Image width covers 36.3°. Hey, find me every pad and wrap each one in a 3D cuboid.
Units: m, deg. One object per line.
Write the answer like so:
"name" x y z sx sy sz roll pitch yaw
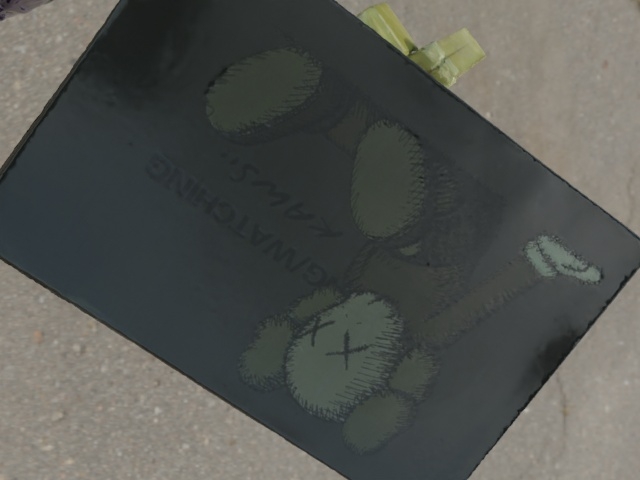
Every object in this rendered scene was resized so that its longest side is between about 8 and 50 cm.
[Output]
"pad" 0.000 0.000 0.315 0.190 0.004 0.127 35 98 -13

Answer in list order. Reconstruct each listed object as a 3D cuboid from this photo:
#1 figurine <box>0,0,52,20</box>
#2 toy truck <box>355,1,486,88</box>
"figurine" -0.186 -0.102 0.435 0.274 0.133 0.194 -67 163 -3
"toy truck" 0.001 -0.064 0.562 0.124 0.157 0.272 55 29 1
